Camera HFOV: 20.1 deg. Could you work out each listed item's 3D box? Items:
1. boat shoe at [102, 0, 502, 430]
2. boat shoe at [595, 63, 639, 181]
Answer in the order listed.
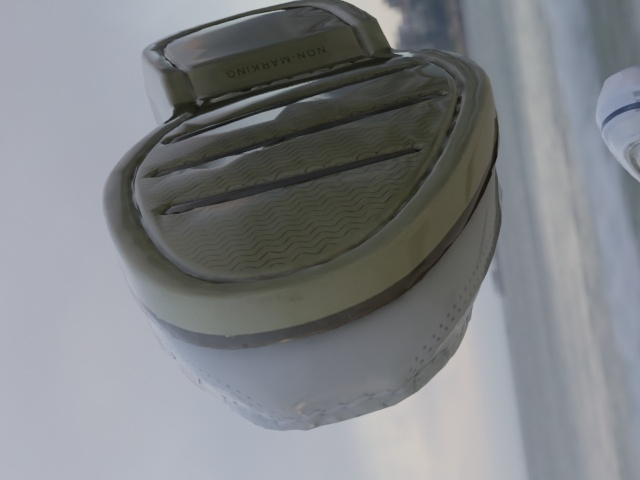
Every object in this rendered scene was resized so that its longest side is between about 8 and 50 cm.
[{"bbox_3d":[0.000,0.000,0.553,0.302,0.113,0.103,-99,-5,-73],"label":"boat shoe"},{"bbox_3d":[0.219,-0.001,0.831,0.083,0.226,0.076,-32,37,53],"label":"boat shoe"}]
